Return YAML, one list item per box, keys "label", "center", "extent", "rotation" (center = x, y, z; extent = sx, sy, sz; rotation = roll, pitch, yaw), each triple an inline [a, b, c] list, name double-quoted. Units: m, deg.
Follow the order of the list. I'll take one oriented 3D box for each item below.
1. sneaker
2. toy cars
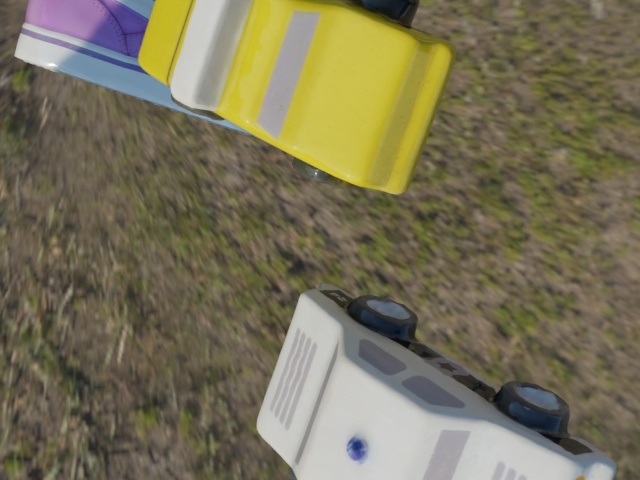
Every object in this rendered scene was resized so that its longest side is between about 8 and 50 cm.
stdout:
- label: "sneaker"
  center: [-0.060, -0.160, 1.164]
  extent: [0.282, 0.102, 0.161]
  rotation: [18, 92, -16]
- label: "toy cars"
  center: [0.000, 0.000, 0.781]
  extent: [0.176, 0.087, 0.394]
  rotation: [-31, 70, 35]
